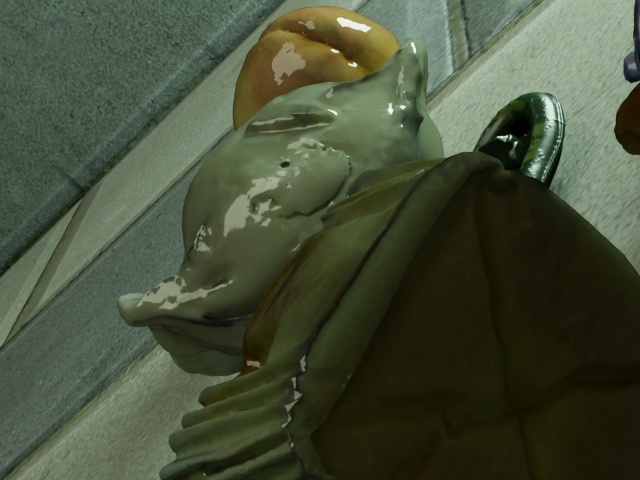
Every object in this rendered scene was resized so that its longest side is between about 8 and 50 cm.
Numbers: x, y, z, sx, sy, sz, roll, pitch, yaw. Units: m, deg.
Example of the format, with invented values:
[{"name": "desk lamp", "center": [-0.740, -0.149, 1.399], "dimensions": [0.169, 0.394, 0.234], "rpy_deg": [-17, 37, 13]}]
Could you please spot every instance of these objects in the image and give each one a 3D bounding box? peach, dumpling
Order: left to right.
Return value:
[{"name": "dumpling", "center": [0.000, 0.000, 1.102], "dimensions": [0.318, 0.187, 0.243], "rpy_deg": [-41, -26, -10]}, {"name": "peach", "center": [0.004, -0.140, 1.347], "dimensions": [0.184, 0.184, 0.184], "rpy_deg": [-43, 15, 15]}]

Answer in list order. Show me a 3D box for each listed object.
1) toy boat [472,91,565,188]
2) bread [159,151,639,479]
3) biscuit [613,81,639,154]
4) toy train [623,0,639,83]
[{"name": "toy boat", "center": [0.122, -0.030, 0.966], "dimensions": [0.104, 0.052, 0.210], "rpy_deg": [-35, 20, 45]}, {"name": "bread", "center": [0.056, 0.078, 0.597], "dimensions": [0.110, 0.192, 0.210], "rpy_deg": [-30, 22, 50]}, {"name": "biscuit", "center": [0.271, -0.095, 0.737], "dimensions": [0.290, 0.041, 0.208], "rpy_deg": [-19, 34, 55]}, {"name": "toy train", "center": [0.208, -0.074, 0.503], "dimensions": [0.131, 0.202, 0.299], "rpy_deg": [-15, 39, 32]}]
